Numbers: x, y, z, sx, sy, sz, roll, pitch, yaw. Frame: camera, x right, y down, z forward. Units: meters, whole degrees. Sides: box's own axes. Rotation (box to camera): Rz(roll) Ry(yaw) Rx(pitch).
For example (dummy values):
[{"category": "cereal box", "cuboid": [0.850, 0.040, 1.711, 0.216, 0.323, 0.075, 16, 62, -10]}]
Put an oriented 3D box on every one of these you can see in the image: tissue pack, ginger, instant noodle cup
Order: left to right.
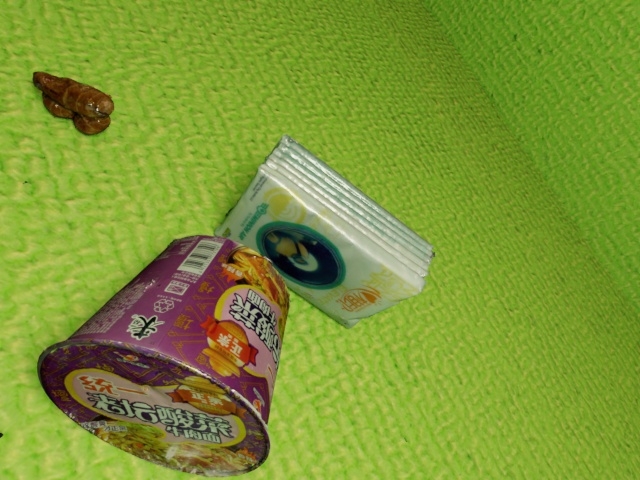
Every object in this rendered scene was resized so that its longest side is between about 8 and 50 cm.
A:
[{"category": "ginger", "cuboid": [-0.503, -0.282, 0.899, 0.162, 0.103, 0.073, 25, 47, -6]}, {"category": "instant noodle cup", "cuboid": [-0.203, 0.168, 0.696, 0.340, 0.340, 0.266, 33, 38, -12]}, {"category": "tissue pack", "cuboid": [0.000, 0.000, 0.927, 0.388, 0.287, 0.162, 36, 53, -10]}]

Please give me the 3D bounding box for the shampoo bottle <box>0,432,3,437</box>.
[{"category": "shampoo bottle", "cuboid": [-0.548, 0.166, 0.613, 0.153, 0.071, 0.284, -20, 78, -36]}]
